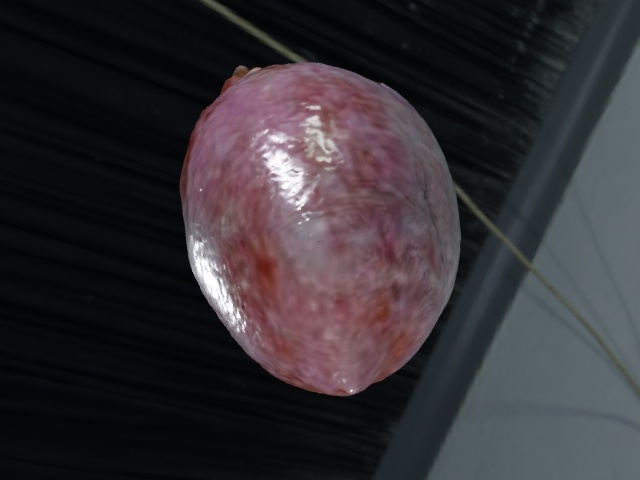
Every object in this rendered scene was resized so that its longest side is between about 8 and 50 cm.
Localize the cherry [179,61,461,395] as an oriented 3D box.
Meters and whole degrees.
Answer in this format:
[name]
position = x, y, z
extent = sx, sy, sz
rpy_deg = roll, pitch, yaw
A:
[cherry]
position = 0.000, 0.000, 0.688
extent = 0.249, 0.175, 0.192
rpy_deg = -102, 19, -50
